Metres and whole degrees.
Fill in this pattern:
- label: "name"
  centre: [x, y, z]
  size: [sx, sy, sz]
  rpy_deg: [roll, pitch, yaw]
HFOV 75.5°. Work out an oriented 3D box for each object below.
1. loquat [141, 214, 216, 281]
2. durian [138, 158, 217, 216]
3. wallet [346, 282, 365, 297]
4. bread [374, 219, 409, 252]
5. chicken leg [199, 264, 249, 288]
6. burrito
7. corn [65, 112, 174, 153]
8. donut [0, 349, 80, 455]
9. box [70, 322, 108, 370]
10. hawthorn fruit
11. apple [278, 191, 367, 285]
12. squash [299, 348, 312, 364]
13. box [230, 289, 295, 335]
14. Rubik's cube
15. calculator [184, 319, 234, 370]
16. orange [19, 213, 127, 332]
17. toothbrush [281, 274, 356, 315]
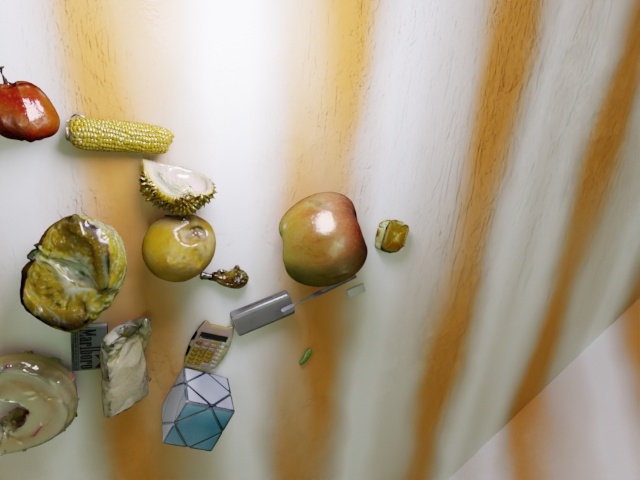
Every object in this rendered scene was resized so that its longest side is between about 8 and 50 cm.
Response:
- label: "loquat"
  centre: [-0.465, 0.025, 1.360]
  size: [0.244, 0.244, 0.243]
  rpy_deg: [-8, 113, -18]
- label: "durian"
  centre: [-0.448, -0.152, 1.306]
  size: [0.250, 0.183, 0.138]
  rpy_deg: [24, 106, 18]
- label: "wallet"
  centre: [0.154, 0.217, 1.783]
  size: [0.083, 0.011, 0.044]
  rpy_deg: [-21, 117, -11]
- label: "bread"
  centre: [0.296, -0.018, 1.707]
  size: [0.128, 0.069, 0.140]
  rpy_deg: [5, 106, -23]
- label: "chicken leg"
  centre: [-0.354, 0.131, 1.532]
  size: [0.178, 0.070, 0.093]
  rpy_deg: [6, 103, -12]
- label: "burrito"
  centre: [-0.702, 0.430, 1.469]
  size: [0.190, 0.135, 0.331]
  rpy_deg: [-16, 118, -54]
- label: "corn"
  centre: [-0.595, -0.312, 1.241]
  size: [0.293, 0.106, 0.106]
  rpy_deg: [1, 111, -24]
- label: "donut"
  centre: [-0.994, 0.536, 1.404]
  size: [0.307, 0.150, 0.371]
  rpy_deg: [-5, 113, -19]
- label: "box"
  centre: [-0.818, 0.376, 1.468]
  size: [0.115, 0.036, 0.177]
  rpy_deg: [2, 110, -23]
- label: "hawthorn fruit"
  centre: [-0.804, -0.362, 1.104]
  size: [0.157, 0.157, 0.194]
  rpy_deg: [-18, 119, -13]
- label: "apple"
  centre: [0.000, 0.000, 1.472]
  size: [0.305, 0.338, 0.338]
  rpy_deg: [-16, 118, 8]
- label: "squash"
  centre: [-0.064, 0.512, 1.815]
  size: [0.027, 0.027, 0.089]
  rpy_deg: [25, 102, -27]
- label: "box"
  centre: [-0.229, 0.287, 1.643]
  size: [0.244, 0.055, 0.103]
  rpy_deg: [-21, 116, -12]
- label: "Rubik's cube"
  centre: [-0.481, 0.656, 1.614]
  size: [0.205, 0.207, 0.205]
  rpy_deg: [26, 102, -27]
- label: "calculator"
  centre: [-0.442, 0.417, 1.631]
  size: [0.157, 0.033, 0.236]
  rpy_deg: [20, 105, -27]
- label: "orange"
  centre: [-0.732, 0.101, 1.279]
  size: [0.271, 0.210, 0.368]
  rpy_deg: [34, 95, 10]
- label: "toothbrush"
  centre: [-0.001, 0.218, 1.682]
  size: [0.354, 0.024, 0.029]
  rpy_deg: [-24, 124, -22]
